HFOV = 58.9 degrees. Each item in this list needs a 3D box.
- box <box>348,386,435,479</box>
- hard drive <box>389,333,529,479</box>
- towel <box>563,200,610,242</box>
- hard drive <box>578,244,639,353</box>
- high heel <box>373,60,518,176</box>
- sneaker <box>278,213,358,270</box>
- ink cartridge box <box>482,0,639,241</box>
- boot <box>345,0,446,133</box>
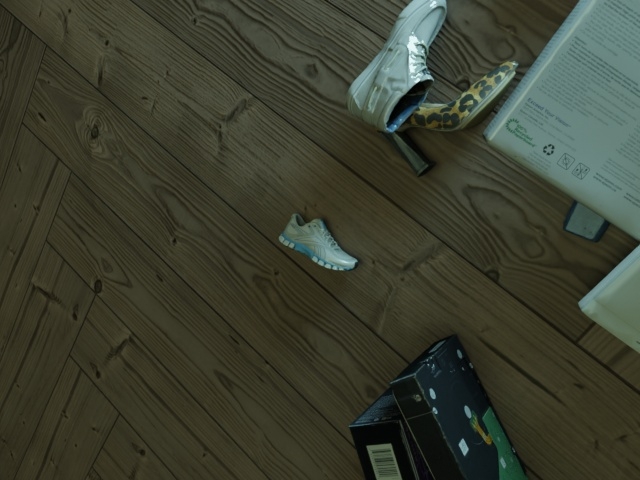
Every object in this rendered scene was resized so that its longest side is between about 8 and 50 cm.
[{"bbox_3d":[0.162,0.375,1.076,0.108,0.207,0.153,-18,90,30],"label":"box"},{"bbox_3d":[0.259,0.358,1.002,0.064,0.237,0.338,-31,83,30],"label":"hard drive"},{"bbox_3d":[0.457,-0.060,0.941,0.067,0.029,0.119,28,110,22],"label":"towel"},{"bbox_3d":[0.579,0.052,0.849,0.203,0.040,0.307,35,116,-2],"label":"hard drive"},{"bbox_3d":[0.205,-0.266,1.018,0.261,0.093,0.186,-45,73,29],"label":"high heel"},{"bbox_3d":[0.000,0.000,1.190,0.191,0.071,0.082,26,104,23],"label":"sneaker"},{"bbox_3d":[0.467,-0.199,0.822,0.324,0.071,0.330,32,112,-6],"label":"ink cartridge box"},{"bbox_3d":[0.163,-0.306,0.995,0.258,0.095,0.123,-54,52,10],"label":"boot"}]
